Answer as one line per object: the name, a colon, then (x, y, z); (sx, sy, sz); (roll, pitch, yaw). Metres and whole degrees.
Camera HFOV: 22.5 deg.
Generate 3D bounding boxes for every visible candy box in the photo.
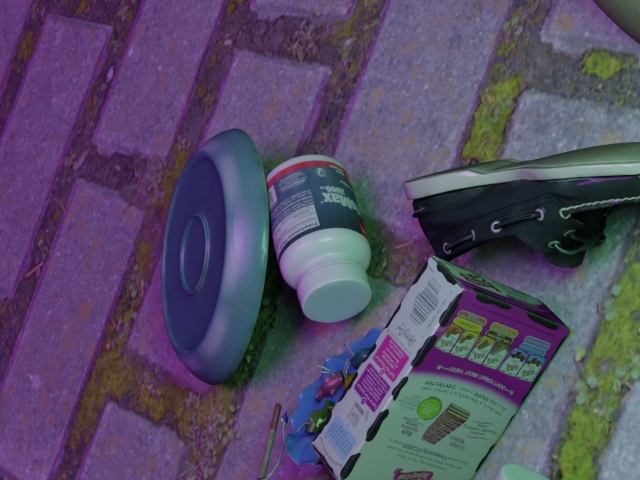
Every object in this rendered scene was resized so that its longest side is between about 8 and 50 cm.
candy box: (0.119, 0.146, 1.603); (0.233, 0.159, 0.071); (-58, 38, 13)

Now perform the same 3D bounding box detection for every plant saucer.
plant saucer: (-0.139, 0.018, 1.981); (0.317, 0.043, 0.318); (-175, 90, -67)

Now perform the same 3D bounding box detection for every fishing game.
fishing game: (0.020, 0.166, 1.758); (0.264, 0.041, 0.189); (-36, 25, 31)

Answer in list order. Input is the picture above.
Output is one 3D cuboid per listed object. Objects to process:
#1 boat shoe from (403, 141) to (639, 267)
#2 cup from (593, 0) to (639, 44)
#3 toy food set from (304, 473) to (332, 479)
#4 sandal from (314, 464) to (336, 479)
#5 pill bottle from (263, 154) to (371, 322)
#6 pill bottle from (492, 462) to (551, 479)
boat shoe: (0.227, -0.027, 1.597); (0.340, 0.127, 0.113); (-6, 98, 41)
cup: (0.328, -0.365, 1.523); (0.331, 0.237, 0.331); (-25, 55, 42)
toy food set: (-0.042, 0.430, 1.741); (0.220, 0.092, 0.306); (-41, 44, 48)
sandal: (0.031, 0.230, 1.758); (0.180, 0.049, 0.072); (-54, 40, 18)
pill bottle: (0.000, 0.000, 1.854); (0.108, 0.108, 0.180); (-42, 46, 30)
pill bottle: (0.152, 0.326, 1.511); (0.221, 0.121, 0.121); (-57, 39, 15)
